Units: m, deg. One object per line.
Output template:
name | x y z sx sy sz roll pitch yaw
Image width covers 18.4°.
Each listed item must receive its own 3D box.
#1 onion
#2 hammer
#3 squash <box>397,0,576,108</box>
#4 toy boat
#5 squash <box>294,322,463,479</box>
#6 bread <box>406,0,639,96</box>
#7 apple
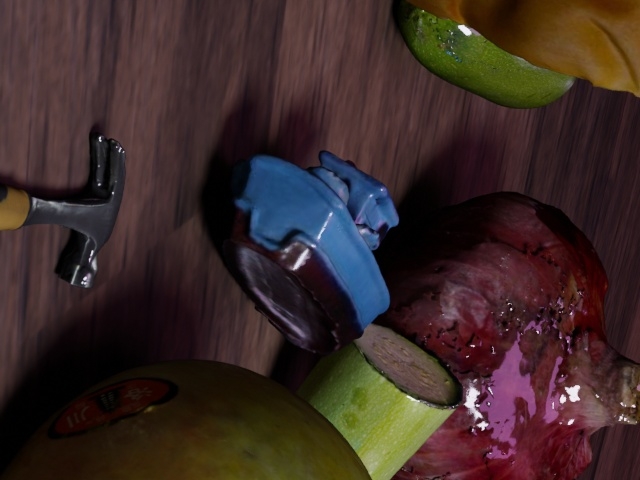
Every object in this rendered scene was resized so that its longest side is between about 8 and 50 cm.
onion | 0.136 0.094 1.440 0.252 0.219 0.252 -37 134 -52
hammer | -0.144 -0.018 0.921 0.201 0.021 0.078 6 105 -69
squash | 0.134 -0.137 1.400 0.087 0.087 0.331 -70 161 4
toy boat | 0.000 0.000 1.190 0.097 0.100 0.223 -57 162 -12
squash | 0.003 0.147 1.316 0.188 0.095 0.095 -53 164 18
bread | 0.150 -0.230 1.107 0.225 0.279 0.250 -15 124 -48
apple | -0.077 0.188 1.047 0.261 0.194 0.261 -46 153 -32
